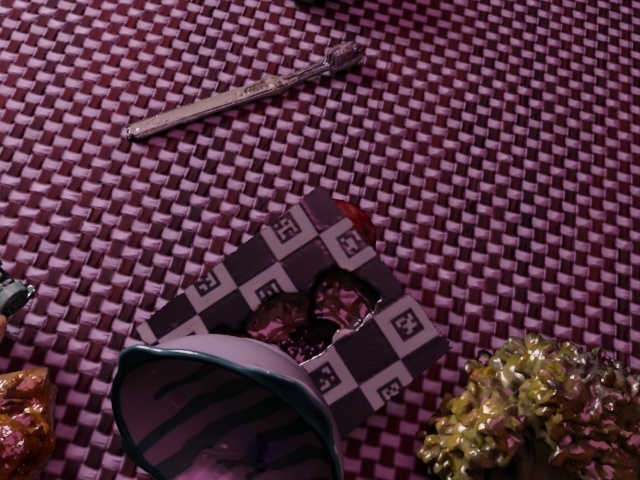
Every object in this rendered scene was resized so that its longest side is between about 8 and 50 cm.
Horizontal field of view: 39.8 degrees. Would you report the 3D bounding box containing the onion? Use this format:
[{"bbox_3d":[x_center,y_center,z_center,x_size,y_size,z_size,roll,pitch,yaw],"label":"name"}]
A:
[{"bbox_3d":[0.000,0.000,0.855,0.107,0.097,0.107,-5,43,4],"label":"onion"}]

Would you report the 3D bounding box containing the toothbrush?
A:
[{"bbox_3d":[-0.079,-0.166,0.984,0.294,0.028,0.026,-25,65,-17],"label":"toothbrush"}]

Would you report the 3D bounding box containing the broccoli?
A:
[{"bbox_3d":[0.204,0.193,0.719,0.243,0.180,0.273,32,59,9],"label":"broccoli"}]

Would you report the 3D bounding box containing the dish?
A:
[{"bbox_3d":[-0.054,0.150,0.711,0.246,0.224,0.078,50,40,-15],"label":"dish"}]

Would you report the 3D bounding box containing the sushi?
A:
[{"bbox_3d":[-0.022,0.091,0.798,0.215,0.050,0.192,-38,82,0],"label":"sushi"}]

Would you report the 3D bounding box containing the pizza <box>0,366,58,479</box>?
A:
[{"bbox_3d":[-0.299,0.196,0.703,0.127,0.058,0.246,38,63,13],"label":"pizza"}]

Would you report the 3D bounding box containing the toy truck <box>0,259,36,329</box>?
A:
[{"bbox_3d":[-0.325,0.079,0.771,0.080,0.078,0.154,38,77,14],"label":"toy truck"}]

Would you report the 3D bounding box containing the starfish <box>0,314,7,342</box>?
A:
[{"bbox_3d":[-0.392,0.129,0.695,0.302,0.060,0.299,-41,65,-10],"label":"starfish"}]
